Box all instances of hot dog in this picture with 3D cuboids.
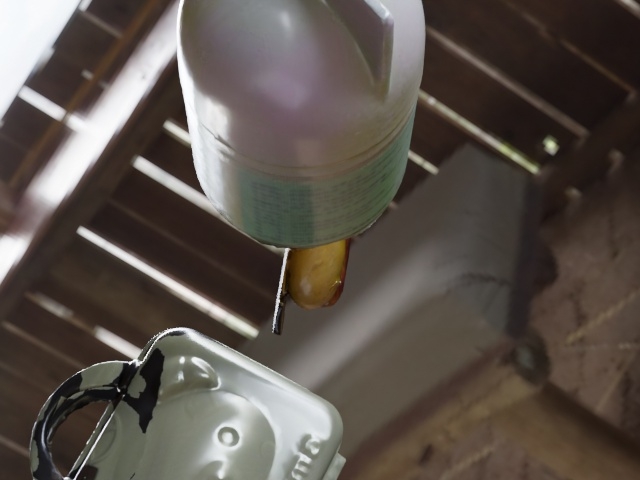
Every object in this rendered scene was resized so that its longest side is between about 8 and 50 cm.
[{"bbox_3d":[0.000,-0.001,2.474,0.194,0.107,0.326,-85,5,-60],"label":"hot dog"}]

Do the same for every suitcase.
[{"bbox_3d":[-0.175,0.282,1.706,0.351,0.339,0.194,-61,-1,-21],"label":"suitcase"}]

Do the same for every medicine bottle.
[{"bbox_3d":[-0.018,-0.174,1.408,0.406,0.235,0.236,91,-157,-67],"label":"medicine bottle"}]
